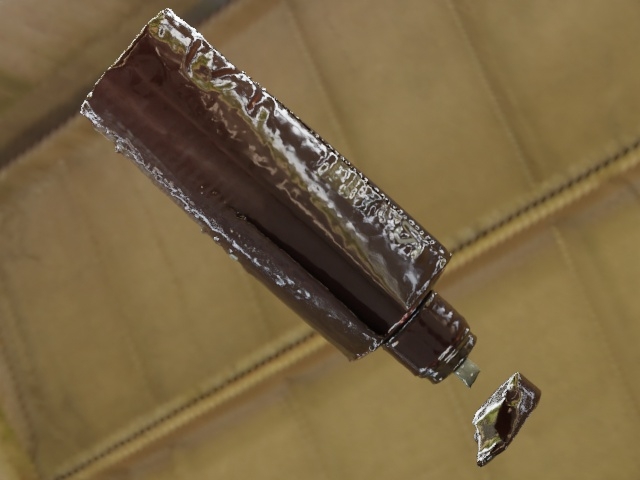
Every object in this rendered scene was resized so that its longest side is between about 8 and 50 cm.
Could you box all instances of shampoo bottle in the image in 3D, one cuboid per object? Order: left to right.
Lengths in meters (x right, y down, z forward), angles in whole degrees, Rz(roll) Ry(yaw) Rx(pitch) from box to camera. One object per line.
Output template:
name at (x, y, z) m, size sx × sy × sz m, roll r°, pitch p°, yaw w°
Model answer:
shampoo bottle at (0.000, 0.000, 0.768) m, size 0.068 × 0.236 × 0.067 m, roll -50°, pitch -177°, yaw -32°
